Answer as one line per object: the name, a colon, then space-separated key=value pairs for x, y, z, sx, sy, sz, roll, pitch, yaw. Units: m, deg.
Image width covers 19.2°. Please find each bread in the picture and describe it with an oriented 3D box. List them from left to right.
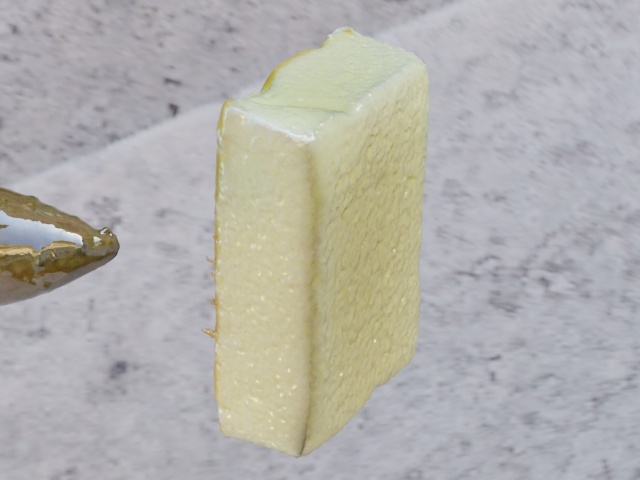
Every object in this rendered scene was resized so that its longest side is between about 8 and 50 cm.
bread: x=0.000 y=-0.001 z=0.962 sx=0.068 sy=0.125 sz=0.188 roll=16 pitch=122 yaw=27

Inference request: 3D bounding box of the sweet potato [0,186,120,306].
sweet potato: x=-0.268 y=-0.004 z=0.823 sx=0.346 sy=0.108 sz=0.079 roll=3 pitch=67 yaw=-19
